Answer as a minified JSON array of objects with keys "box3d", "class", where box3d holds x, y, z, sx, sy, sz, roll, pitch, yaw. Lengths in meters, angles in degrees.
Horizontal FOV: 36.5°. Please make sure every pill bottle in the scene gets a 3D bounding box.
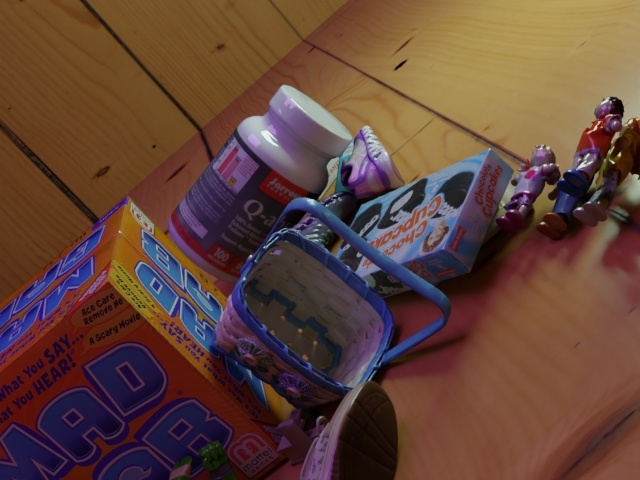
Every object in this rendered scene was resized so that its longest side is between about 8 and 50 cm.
[{"box3d":[-0.116,-0.109,1.889,0.363,0.210,0.210,-51,17,16],"class":"pill bottle"}]

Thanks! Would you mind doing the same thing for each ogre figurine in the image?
[{"box3d":[-0.170,0.367,1.250,0.197,0.118,0.097,-52,18,-29],"class":"ogre figurine"}]

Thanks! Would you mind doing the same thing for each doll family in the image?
[{"box3d":[0.351,-0.086,1.276,0.163,0.118,0.263,-57,7,-22],"class":"doll family"}]

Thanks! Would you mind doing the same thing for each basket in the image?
[{"box3d":[0.004,0.094,1.315,0.289,0.254,0.201,-49,7,39],"class":"basket"}]

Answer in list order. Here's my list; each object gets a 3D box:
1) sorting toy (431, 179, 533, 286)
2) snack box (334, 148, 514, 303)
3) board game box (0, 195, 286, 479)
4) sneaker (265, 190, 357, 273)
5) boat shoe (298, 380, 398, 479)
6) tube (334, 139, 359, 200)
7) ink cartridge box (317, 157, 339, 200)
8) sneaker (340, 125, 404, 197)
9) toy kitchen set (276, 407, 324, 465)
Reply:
[{"box3d":[0.209,-0.028,1.480,0.208,0.038,0.193,-38,20,9],"class":"sorting toy"},{"box3d":[0.135,-0.009,1.454,0.322,0.060,0.187,-23,34,55],"class":"snack box"},{"box3d":[-0.308,0.221,1.450,0.356,0.356,0.356,-39,20,8],"class":"board game box"},{"box3d":[0.000,0.000,1.794,0.223,0.083,0.098,-38,54,-20],"class":"sneaker"},{"box3d":[0.011,0.282,1.112,0.089,0.104,0.285,-21,29,39],"class":"boat shoe"},{"box3d":[0.060,-0.129,1.951,0.080,0.052,0.207,-36,25,28],"class":"tube"},{"box3d":[-0.048,-0.191,2.058,0.082,0.191,0.140,-13,35,50],"class":"ink cartridge box"},{"box3d":[0.081,-0.143,1.849,0.104,0.095,0.236,-31,22,5],"class":"sneaker"},{"box3d":[-0.020,0.243,1.299,0.083,0.068,0.075,-28,24,33],"class":"toy kitchen set"}]
